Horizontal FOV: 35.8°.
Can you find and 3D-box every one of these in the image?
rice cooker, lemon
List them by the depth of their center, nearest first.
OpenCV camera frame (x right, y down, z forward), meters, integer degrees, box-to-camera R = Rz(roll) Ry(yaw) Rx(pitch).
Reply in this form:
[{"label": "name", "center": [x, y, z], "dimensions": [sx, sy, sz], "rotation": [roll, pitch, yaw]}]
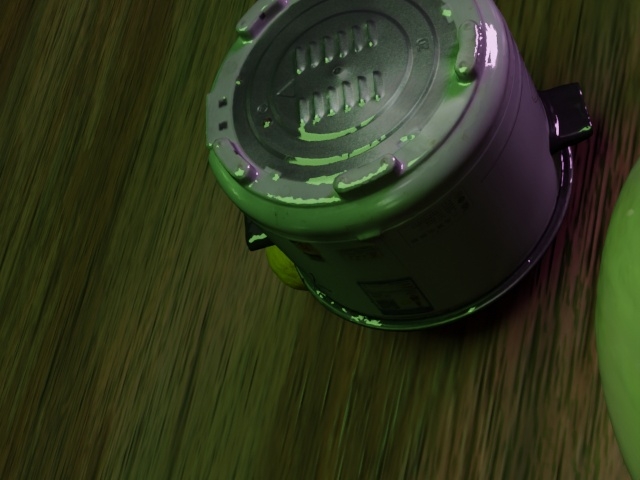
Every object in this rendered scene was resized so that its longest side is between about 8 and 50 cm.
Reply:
[{"label": "rice cooker", "center": [0.054, -0.068, 0.738], "dimensions": [0.280, 0.227, 0.241], "rotation": [-20, 56, 17]}, {"label": "lemon", "center": [0.000, 0.000, 0.884], "dimensions": [0.110, 0.082, 0.082], "rotation": [-37, 44, 34]}]

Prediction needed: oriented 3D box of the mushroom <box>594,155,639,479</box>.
[{"label": "mushroom", "center": [0.245, 0.035, 0.384], "dimensions": [0.315, 0.315, 0.356], "rotation": [12, 89, 53]}]
